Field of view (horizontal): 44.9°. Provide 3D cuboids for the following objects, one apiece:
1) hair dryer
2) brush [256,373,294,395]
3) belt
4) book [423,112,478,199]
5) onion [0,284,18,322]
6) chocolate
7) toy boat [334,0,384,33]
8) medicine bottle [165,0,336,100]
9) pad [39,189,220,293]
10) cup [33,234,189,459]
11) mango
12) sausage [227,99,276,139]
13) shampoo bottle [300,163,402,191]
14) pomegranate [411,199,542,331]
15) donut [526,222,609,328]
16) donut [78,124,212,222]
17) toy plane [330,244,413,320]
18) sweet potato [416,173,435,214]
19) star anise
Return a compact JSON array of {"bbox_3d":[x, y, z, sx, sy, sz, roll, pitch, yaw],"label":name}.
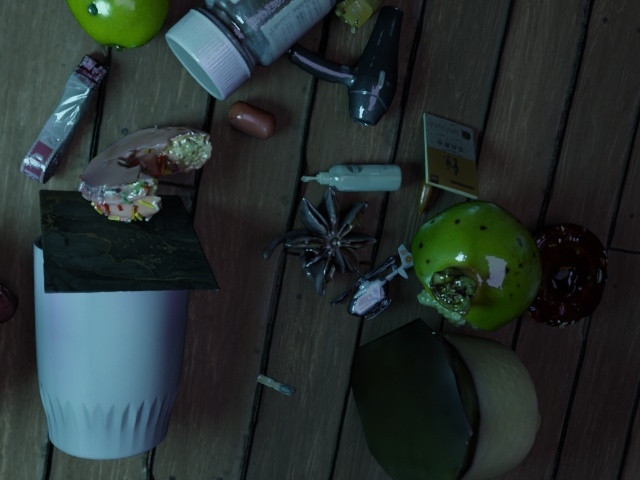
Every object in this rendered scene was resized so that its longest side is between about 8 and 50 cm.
[{"bbox_3d":[0.026,-0.356,1.440,0.272,0.091,0.235,15,85,-17],"label":"hair dryer"},{"bbox_3d":[-0.090,0.291,1.553,0.084,0.013,0.016,29,92,-20],"label":"brush"},{"bbox_3d":[-0.432,-0.205,1.308,0.053,0.071,0.232,28,88,-6],"label":"belt"},{"bbox_3d":[0.258,-0.169,1.534,0.118,0.012,0.172,15,57,-21],"label":"book"},{"bbox_3d":[-0.646,0.133,1.201,0.385,0.348,0.347,-15,109,-56],"label":"onion"},{"bbox_3d":[0.268,0.318,1.544,0.297,0.314,0.325,-7,70,-37],"label":"chocolate"},{"bbox_3d":[0.092,-0.471,1.423,0.068,0.088,0.226,45,61,-25],"label":"toy boat"},{"bbox_3d":[-0.119,-0.385,1.335,0.273,0.165,0.165,-42,110,-7],"label":"medicine bottle"},{"bbox_3d":[-0.316,-0.007,1.233,0.248,0.367,0.007,1,115,-21],"label":"pad"},{"bbox_3d":[-0.351,0.158,1.308,0.254,0.253,0.371,1,102,-19],"label":"cup"},{"bbox_3d":[-0.342,-0.457,1.259,0.175,0.143,0.293,-13,95,-18],"label":"mango"},{"bbox_3d":[-0.125,-0.219,1.419,0.094,0.059,0.054,19,99,-24],"label":"sausage"},{"bbox_3d":[0.060,-0.121,1.504,0.195,0.056,0.056,-3,101,-20],"label":"shampoo bottle"},{"bbox_3d":[0.292,0.057,1.483,0.261,0.341,0.260,4,104,18],"label":"pomegranate"},{"bbox_3d":[0.510,0.073,1.681,0.235,0.089,0.235,-4,101,-20],"label":"donut"},{"bbox_3d":[-0.301,-0.114,1.308,0.233,0.199,0.085,-53,136,-42],"label":"donut"},{"bbox_3d":[0.117,0.095,1.569,0.197,0.053,0.078,-38,101,-5],"label":"toy plane"},{"bbox_3d":[0.215,-0.097,1.574,0.034,0.034,0.095,9,94,-21],"label":"sweet potato"},{"bbox_3d":[-0.001,0.000,1.488,0.231,0.089,0.209,18,86,-26],"label":"star anise"}]
